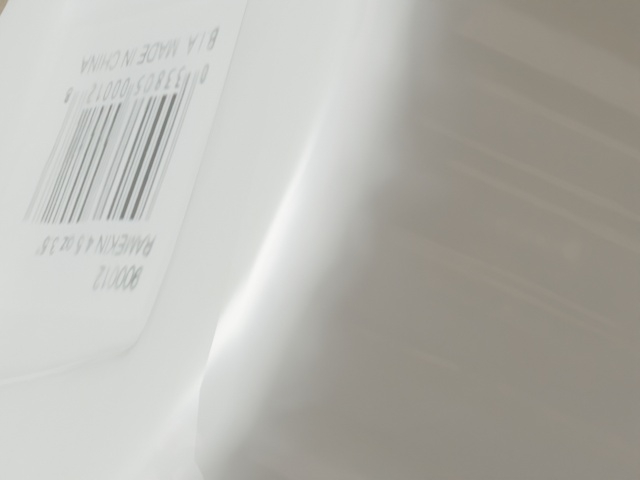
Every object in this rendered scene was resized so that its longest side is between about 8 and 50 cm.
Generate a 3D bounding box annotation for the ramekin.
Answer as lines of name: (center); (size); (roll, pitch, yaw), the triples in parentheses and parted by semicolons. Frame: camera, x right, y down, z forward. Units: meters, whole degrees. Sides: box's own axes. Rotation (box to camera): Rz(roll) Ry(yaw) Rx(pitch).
ramekin: (0.000, 0.000, 0.482); (0.277, 0.135, 0.277); (-42, 35, 38)
